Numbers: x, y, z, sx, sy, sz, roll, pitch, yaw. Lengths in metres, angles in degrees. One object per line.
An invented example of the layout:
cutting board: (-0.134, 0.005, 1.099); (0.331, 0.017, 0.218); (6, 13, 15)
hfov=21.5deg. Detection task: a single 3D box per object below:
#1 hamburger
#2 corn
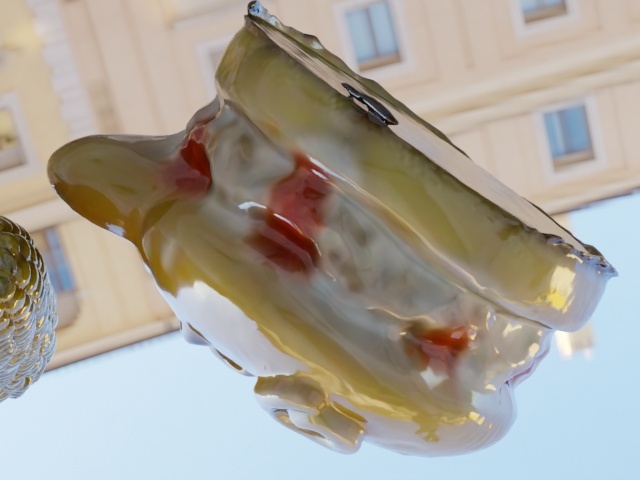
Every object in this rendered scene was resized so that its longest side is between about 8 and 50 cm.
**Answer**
hamburger: (0.000, 0.000, 0.968); (0.186, 0.302, 0.261); (-52, -172, 7)
corn: (-0.211, 0.039, 1.024); (0.106, 0.106, 0.305); (-20, 171, -14)
